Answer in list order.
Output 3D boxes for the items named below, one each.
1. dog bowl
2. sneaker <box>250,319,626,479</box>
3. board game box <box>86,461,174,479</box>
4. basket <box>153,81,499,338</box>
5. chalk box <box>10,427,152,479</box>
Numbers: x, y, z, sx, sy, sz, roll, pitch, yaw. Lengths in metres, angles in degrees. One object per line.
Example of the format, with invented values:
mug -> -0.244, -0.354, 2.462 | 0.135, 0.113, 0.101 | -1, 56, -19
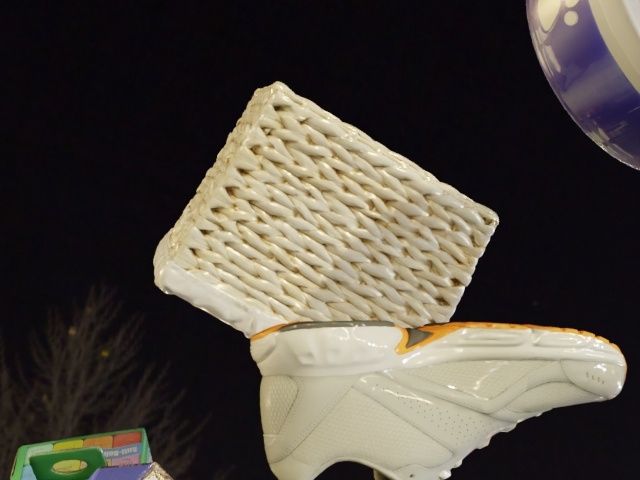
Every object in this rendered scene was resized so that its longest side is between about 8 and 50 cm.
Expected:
dog bowl -> 0.312, -0.193, 0.895 | 0.265, 0.265, 0.104 | 25, -28, -22
sneaker -> 0.081, 0.114, 0.685 | 0.262, 0.121, 0.099 | 1, -4, -14
board game box -> -0.154, 0.387, 1.081 | 0.291, 0.141, 0.232 | 48, -27, -9
basket -> 0.000, 0.000, 1.264 | 0.331, 0.266, 0.328 | 31, 2, -10
chalk box -> -0.308, 0.373, 1.352 | 0.180, 0.179, 0.289 | -6, -60, -3
